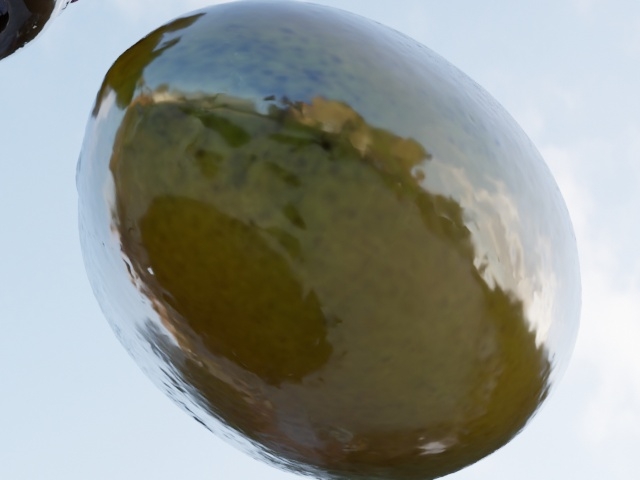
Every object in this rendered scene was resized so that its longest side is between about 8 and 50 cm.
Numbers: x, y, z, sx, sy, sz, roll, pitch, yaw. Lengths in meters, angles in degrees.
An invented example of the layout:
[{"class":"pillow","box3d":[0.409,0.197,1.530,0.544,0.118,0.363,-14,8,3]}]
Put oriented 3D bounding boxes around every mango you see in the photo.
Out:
[{"class":"mango","box3d":[0.000,0.000,0.581,0.264,0.378,0.221,40,-93,8]}]

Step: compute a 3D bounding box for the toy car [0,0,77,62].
[{"class":"toy car","box3d":[-0.264,-0.202,0.623,0.271,0.240,0.341,-5,-37,28]}]
